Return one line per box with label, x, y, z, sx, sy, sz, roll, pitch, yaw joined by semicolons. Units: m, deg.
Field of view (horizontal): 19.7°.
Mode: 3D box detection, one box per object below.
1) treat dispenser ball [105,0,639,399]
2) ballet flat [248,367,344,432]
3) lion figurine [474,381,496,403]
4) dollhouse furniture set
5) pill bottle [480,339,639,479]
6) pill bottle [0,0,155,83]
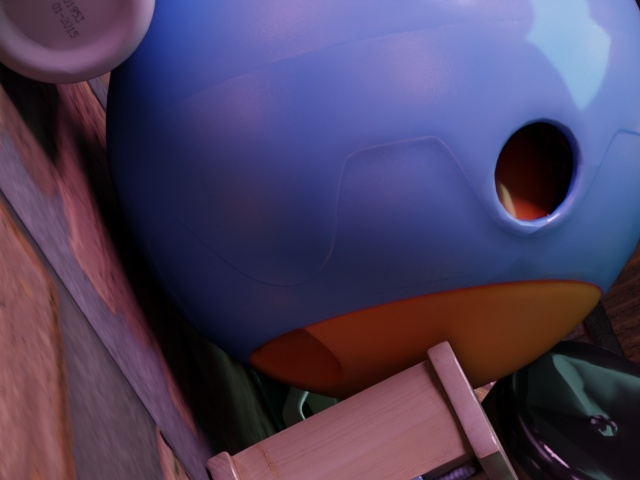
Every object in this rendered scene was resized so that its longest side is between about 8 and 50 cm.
treat dispenser ball;0.033;-0.058;0.958;0.288;0.288;0.288;63;4;-8
ballet flat;-0.007;0.076;1.132;0.247;0.083;0.087;62;18;0
lion figurine;0.065;0.121;1.443;0.240;0.142;0.392;31;-6;-10
dollhouse furniture set;0.052;0.175;0.858;0.184;0.129;0.129;65;4;36
pill bottle;0.112;0.168;1.047;0.219;0.123;0.123;-60;-141;38
pill bottle;-0.124;-0.138;0.888;0.087;0.087;0.160;62;4;-22
